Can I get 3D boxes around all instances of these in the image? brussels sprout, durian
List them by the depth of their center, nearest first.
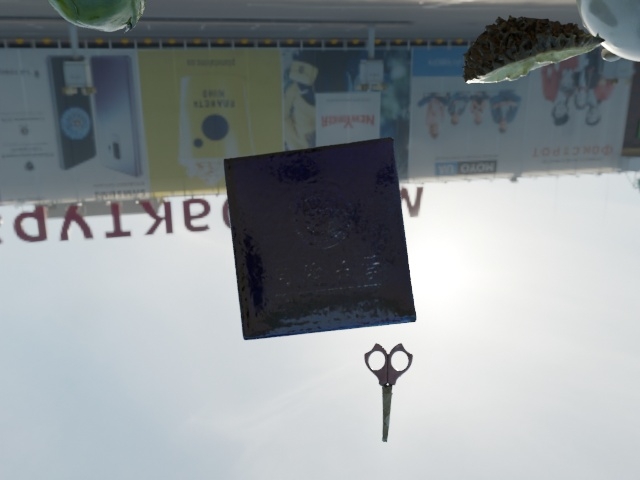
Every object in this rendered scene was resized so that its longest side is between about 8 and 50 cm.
[{"bbox_3d":[-0.123,-0.147,0.307,0.051,0.083,0.046,-22,180,-12],"label":"brussels sprout"},{"bbox_3d":[0.180,-0.164,0.536,0.130,0.066,0.052,-8,-128,41],"label":"durian"}]

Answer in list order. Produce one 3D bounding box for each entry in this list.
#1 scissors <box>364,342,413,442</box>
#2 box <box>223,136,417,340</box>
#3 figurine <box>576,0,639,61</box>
[{"bbox_3d":[0.144,0.327,1.304,0.110,0.212,0.021,-2,157,18],"label":"scissors"},{"bbox_3d":[0.000,0.000,0.932,0.261,0.278,0.116,-7,179,4],"label":"box"},{"bbox_3d":[0.360,-0.409,0.733,0.275,0.226,0.394,7,-120,-14],"label":"figurine"}]
